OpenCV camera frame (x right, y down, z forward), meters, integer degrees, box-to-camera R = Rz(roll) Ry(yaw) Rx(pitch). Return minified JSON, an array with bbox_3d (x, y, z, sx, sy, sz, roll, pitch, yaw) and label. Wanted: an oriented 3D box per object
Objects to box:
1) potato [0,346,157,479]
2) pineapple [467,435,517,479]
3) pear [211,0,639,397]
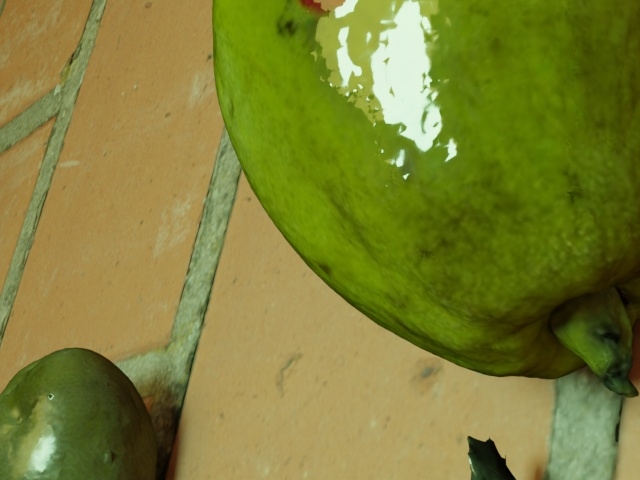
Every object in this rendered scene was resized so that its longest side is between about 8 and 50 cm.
[{"bbox_3d":[-0.221,0.205,1.064,0.178,0.160,0.235,-77,7,-71],"label":"potato"},{"bbox_3d":[0.046,0.214,0.690,0.119,0.111,0.237,43,101,28],"label":"pineapple"},{"bbox_3d":[0.088,-0.077,0.689,0.287,0.287,0.375,-42,53,33],"label":"pear"}]
